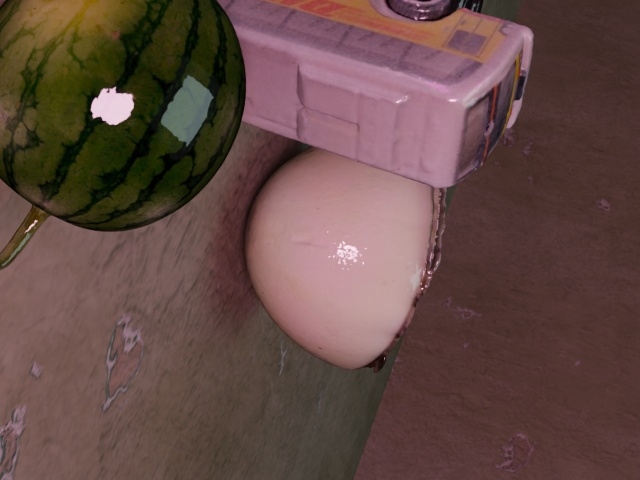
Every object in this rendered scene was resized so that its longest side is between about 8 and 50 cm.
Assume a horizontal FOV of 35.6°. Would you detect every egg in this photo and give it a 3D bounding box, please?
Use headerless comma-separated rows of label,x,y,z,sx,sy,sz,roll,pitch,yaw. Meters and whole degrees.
egg,0.001,-0.004,1.060,0.286,0.174,0.264,-161,-95,-77

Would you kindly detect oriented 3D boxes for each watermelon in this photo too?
watermelon,-0.123,-0.062,0.532,0.187,0.141,0.141,-53,166,1

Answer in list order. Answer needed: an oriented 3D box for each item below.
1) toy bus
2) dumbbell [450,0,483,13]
toy bus,-0.012,-0.118,0.617,0.106,0.268,0.092,-55,158,-40
dumbbell,0.041,-0.256,0.844,0.388,0.185,0.185,27,80,-77
